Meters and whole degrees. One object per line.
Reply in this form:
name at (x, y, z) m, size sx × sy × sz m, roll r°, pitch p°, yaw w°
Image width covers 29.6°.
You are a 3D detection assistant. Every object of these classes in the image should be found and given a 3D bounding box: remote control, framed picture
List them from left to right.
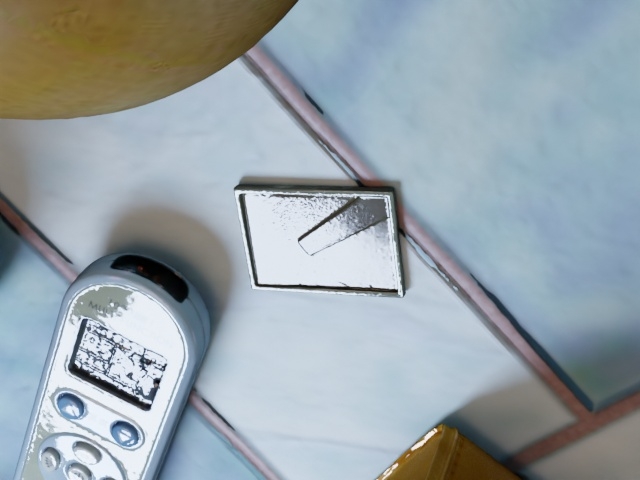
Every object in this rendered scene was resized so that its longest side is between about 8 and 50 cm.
remote control at (-0.129, 0.105, 0.735) m, size 0.087 × 0.047 × 0.244 m, roll 28°, pitch 126°, yaw 6°
framed picture at (0.000, 0.000, 0.647) m, size 0.089 × 0.006 × 0.066 m, roll 2°, pitch 120°, yaw 19°

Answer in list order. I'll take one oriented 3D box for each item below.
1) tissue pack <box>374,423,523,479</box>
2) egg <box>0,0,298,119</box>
tissue pack at (0.111, 0.266, 0.684) m, size 0.274 × 0.145 × 0.194 m, roll 38°, pitch 123°, yaw -4°
egg at (-0.127, -0.208, 0.400) m, size 0.282 × 0.282 × 0.351 m, roll -23°, pitch 113°, yaw 30°
